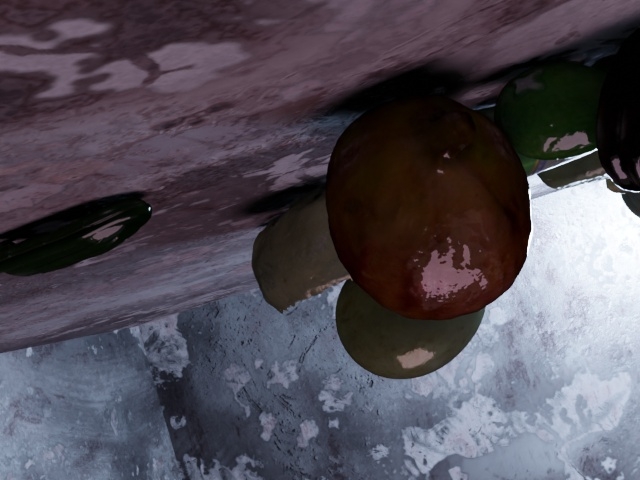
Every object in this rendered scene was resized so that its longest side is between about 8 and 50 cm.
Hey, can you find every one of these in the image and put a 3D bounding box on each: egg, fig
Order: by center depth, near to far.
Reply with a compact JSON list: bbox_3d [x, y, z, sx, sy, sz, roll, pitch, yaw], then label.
[{"bbox_3d":[0.110,-0.042,0.906,0.224,0.224,0.263,-19,139,23],"label":"fig"},{"bbox_3d":[0.164,0.116,1.486,0.296,0.218,0.218,-16,175,-33],"label":"egg"}]

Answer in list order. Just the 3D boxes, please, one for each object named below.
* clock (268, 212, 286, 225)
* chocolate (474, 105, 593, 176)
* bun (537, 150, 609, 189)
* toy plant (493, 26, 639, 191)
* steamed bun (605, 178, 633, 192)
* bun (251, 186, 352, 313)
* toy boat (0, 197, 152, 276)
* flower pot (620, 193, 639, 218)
[{"bbox_3d":[-0.050,-0.020,1.567,0.110,0.050,0.153,-16,175,-18],"label":"clock"},{"bbox_3d":[0.314,-0.147,1.139,0.291,0.110,0.110,-17,176,-26],"label":"chocolate"},{"bbox_3d":[0.427,-0.150,1.351,0.196,0.118,0.195,-11,175,-1],"label":"bun"},{"bbox_3d":[0.324,-0.139,0.923,0.218,0.175,0.235,-21,-156,-38],"label":"toy plant"},{"bbox_3d":[0.558,-0.178,1.457,0.177,0.106,0.192,-5,-138,55],"label":"steamed bun"},{"bbox_3d":[0.000,0.000,1.355,0.259,0.152,0.259,-26,-179,1],"label":"bun"},{"bbox_3d":[-0.285,0.000,0.997,0.210,0.052,0.104,-20,172,18],"label":"toy boat"},{"bbox_3d":[0.681,-0.140,1.651,0.246,0.246,0.195,-17,-153,4],"label":"flower pot"}]
